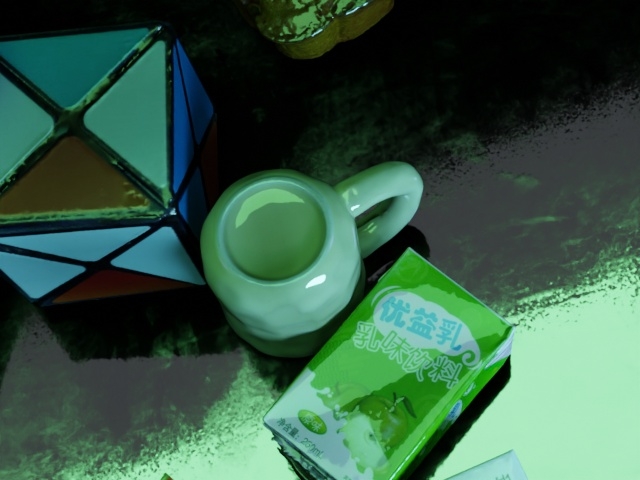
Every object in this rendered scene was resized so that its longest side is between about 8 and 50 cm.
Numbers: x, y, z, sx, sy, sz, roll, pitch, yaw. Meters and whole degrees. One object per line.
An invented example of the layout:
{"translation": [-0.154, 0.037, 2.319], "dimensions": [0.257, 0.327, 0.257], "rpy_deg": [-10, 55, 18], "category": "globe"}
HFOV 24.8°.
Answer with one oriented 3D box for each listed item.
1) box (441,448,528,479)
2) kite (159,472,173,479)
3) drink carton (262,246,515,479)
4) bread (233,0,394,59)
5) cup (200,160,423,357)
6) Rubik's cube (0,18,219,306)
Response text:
{"translation": [0.177, 0.412, 1.507], "dimensions": [0.210, 0.095, 0.330], "rpy_deg": [-23, 70, -3], "category": "box"}
{"translation": [-0.211, 0.331, 1.625], "dimensions": [0.190, 0.010, 0.159], "rpy_deg": [20, 72, 13], "category": "kite"}
{"translation": [0.072, 0.160, 1.608], "dimensions": [0.161, 0.108, 0.271], "rpy_deg": [38, 76, 16], "category": "drink carton"}
{"translation": [-0.004, -0.349, 1.799], "dimensions": [0.246, 0.135, 0.232], "rpy_deg": [-36, 69, -8], "category": "bread"}
{"translation": [0.001, 0.019, 1.619], "dimensions": [0.255, 0.202, 0.173], "rpy_deg": [-11, 68, 1], "category": "cup"}
{"translation": [-0.257, -0.081, 1.664], "dimensions": [0.250, 0.248, 0.247], "rpy_deg": [-5, 68, 5], "category": "Rubik's cube"}
